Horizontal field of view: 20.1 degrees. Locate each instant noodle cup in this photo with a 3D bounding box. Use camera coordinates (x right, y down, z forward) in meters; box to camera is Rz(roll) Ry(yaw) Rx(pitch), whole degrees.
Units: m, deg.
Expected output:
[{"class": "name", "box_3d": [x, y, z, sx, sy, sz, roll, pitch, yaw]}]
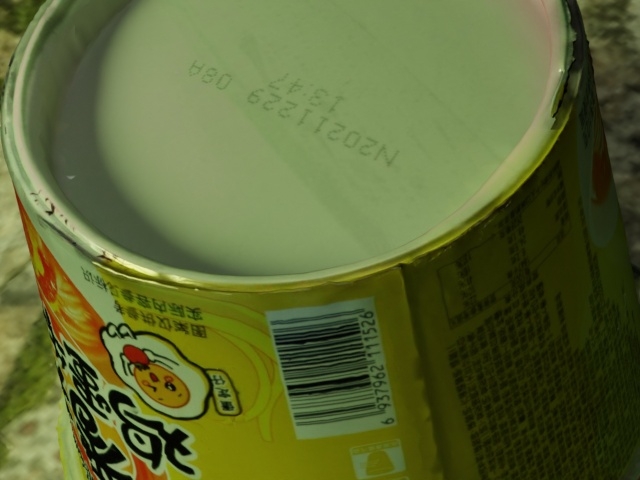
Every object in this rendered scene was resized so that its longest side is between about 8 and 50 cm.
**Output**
[{"class": "instant noodle cup", "box_3d": [0.000, 0.000, 0.689, 0.264, 0.200, 0.264, -6, 50, 7]}]
